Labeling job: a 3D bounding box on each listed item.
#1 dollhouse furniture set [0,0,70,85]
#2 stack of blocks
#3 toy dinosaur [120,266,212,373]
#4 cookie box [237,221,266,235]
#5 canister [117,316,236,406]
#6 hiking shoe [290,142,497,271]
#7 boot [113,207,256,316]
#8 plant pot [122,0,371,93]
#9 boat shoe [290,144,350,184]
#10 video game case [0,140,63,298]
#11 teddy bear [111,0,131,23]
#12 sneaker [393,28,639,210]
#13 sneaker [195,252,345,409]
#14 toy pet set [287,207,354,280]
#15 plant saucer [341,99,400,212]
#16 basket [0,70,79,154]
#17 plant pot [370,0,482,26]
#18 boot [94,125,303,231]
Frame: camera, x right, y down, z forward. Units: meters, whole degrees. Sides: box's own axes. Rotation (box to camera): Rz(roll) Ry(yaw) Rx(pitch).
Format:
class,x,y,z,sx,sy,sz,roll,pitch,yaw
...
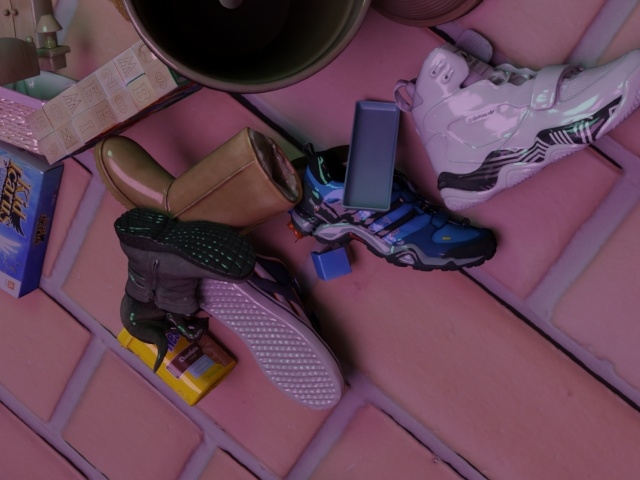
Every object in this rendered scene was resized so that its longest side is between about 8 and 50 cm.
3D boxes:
class,x,y,z,sx,sy,sz,roll,pitch,yaw
dollhouse furniture set,-0.585,-0.338,1.842,0.303,0.355,0.174,5,110,28
stack of blocks,-0.291,-0.231,1.829,0.297,0.171,0.087,-25,95,34
toy dinosaur,-0.258,0.103,1.919,0.160,0.313,0.121,9,142,2
cookie box,-0.135,-0.063,1.853,0.040,0.092,0.107,-14,102,37
canister,-0.238,0.184,1.983,0.170,0.126,0.073,42,124,6
hiking shoe,0.108,-0.043,1.695,0.304,0.113,0.132,13,110,8
boot,-0.195,0.049,1.775,0.246,0.083,0.161,17,135,25
plant pot,-0.109,-0.350,1.590,0.323,0.280,0.323,0,93,-8
boat shoe,0.014,-0.109,1.784,0.135,0.050,0.045,-9,127,24
video game case,-0.596,-0.067,2.125,0.244,0.061,0.269,27,119,17
teddy bear,-0.303,-0.493,1.759,0.338,0.113,0.245,53,141,-1
sneaker,0.261,-0.199,1.554,0.366,0.137,0.210,-31,94,37
sneaker,-0.068,0.119,1.868,0.321,0.127,0.126,46,126,-4
toy pet set,0.000,0.000,1.817,0.122,0.065,0.114,-10,103,32
plant saucer,0.073,-0.119,1.674,0.067,0.192,0.018,5,148,6
basket,-0.488,-0.222,1.978,0.167,0.113,0.103,21,121,21
plant pot,0.120,-0.397,1.577,0.237,0.110,0.237,10,113,25
boot,-0.183,-0.105,1.758,0.269,0.089,0.236,-27,105,40
